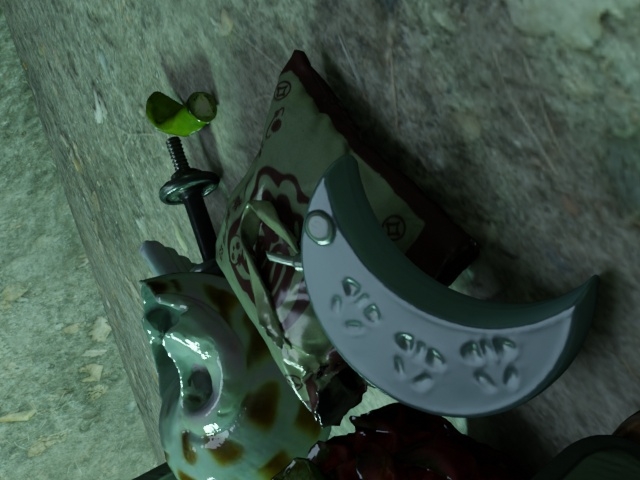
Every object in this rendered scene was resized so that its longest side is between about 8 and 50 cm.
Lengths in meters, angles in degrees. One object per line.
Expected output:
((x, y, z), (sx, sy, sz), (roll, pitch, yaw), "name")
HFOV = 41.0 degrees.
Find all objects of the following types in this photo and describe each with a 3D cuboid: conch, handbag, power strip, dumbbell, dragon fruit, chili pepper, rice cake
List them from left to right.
((-0.177, -0.156, 1.069), (0.050, 0.052, 0.201), (40, 169, -26), "chili pepper")
((-0.146, -0.015, 1.072), (0.110, 0.110, 0.254), (129, 124, -66), "dumbbell")
((-0.154, 0.101, 1.169), (0.189, 0.037, 0.198), (40, -166, -53), "rice cake")
((-0.096, 0.175, 0.976), (0.249, 0.197, 0.368), (50, 145, 25), "conch")
((0.000, 0.000, 0.688), (0.235, 0.127, 0.213), (52, 125, 33), "handbag")
((0.057, 0.034, 0.540), (0.216, 0.044, 0.137), (26, 121, 23), "power strip")
((0.087, 0.254, 0.650), (0.293, 0.234, 0.234), (38, 178, -34), "dragon fruit")

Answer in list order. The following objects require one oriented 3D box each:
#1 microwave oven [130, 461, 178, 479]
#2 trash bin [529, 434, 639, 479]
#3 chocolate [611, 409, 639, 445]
((-0.184, 0.436, 1.398), (0.181, 0.237, 0.295), (64, 158, 6), "microwave oven")
((0.183, 0.310, 0.456), (0.223, 0.158, 0.343), (30, 139, 42), "trash bin")
((0.190, 0.130, 0.477), (0.064, 0.031, 0.101), (48, 148, 27), "chocolate")
